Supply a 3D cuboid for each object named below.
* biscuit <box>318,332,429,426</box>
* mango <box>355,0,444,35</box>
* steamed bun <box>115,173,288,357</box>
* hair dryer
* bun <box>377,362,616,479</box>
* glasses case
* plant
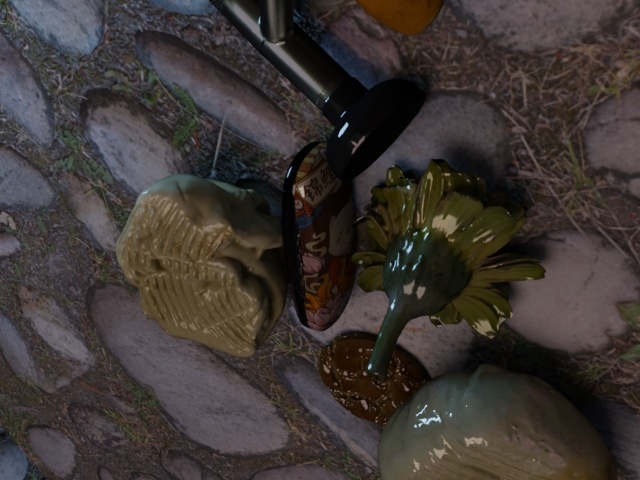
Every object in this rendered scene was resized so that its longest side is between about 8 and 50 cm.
[{"bbox_3d":[0.095,0.255,1.420,0.225,0.042,0.226,18,132,21],"label":"biscuit"},{"bbox_3d":[0.070,-0.351,0.880,0.126,0.153,0.252,-7,107,46],"label":"mango"},{"bbox_3d":[-0.172,0.024,1.309,0.289,0.203,0.276,31,122,-6],"label":"steamed bun"},{"bbox_3d":[-0.026,-0.233,0.967,0.320,0.284,0.156,45,93,0],"label":"hair dryer"},{"bbox_3d":[0.266,0.337,1.242,0.364,0.219,0.365,7,130,9],"label":"bun"},{"bbox_3d":[0.000,0.000,1.220,0.082,0.122,0.321,17,132,27],"label":"glasses case"},{"bbox_3d":[0.125,0.035,1.122,0.261,0.297,0.306,48,164,38],"label":"plant"}]
